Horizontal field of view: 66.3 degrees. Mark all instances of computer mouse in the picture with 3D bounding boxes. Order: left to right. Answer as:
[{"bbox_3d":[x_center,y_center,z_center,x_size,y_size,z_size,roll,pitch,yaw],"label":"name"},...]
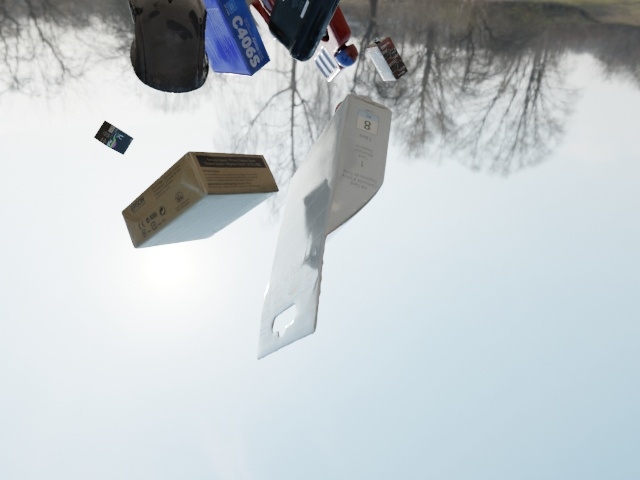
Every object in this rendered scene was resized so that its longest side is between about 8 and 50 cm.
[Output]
[{"bbox_3d":[-0.229,-0.303,0.614,0.183,0.060,0.262,4,-119,-17],"label":"computer mouse"}]

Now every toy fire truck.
[{"bbox_3d":[-0.011,-0.487,1.082,0.169,0.254,0.302,-40,-168,-4],"label":"toy fire truck"}]

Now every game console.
[{"bbox_3d":[-0.007,-0.440,0.753,0.044,0.361,0.213,-36,-97,-33],"label":"game console"}]

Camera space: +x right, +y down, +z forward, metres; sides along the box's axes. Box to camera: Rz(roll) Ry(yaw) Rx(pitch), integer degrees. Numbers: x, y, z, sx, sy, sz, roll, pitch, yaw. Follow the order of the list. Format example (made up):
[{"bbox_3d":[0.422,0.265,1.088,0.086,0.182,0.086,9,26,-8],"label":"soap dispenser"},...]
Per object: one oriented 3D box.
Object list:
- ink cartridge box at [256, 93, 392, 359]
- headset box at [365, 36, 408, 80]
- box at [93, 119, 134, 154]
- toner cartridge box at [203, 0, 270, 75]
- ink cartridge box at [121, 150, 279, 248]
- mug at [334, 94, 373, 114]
[{"bbox_3d":[0.000,0.000,0.829,0.091,0.308,0.386,16,-115,-16],"label":"ink cartridge box"},{"bbox_3d":[0.126,-0.355,0.952,0.032,0.083,0.062,-37,-157,-5],"label":"headset box"},{"bbox_3d":[-0.592,-0.294,1.407,0.052,0.062,0.083,32,179,18],"label":"box"},{"bbox_3d":[-0.254,-0.553,1.116,0.165,0.348,0.075,20,-122,39],"label":"toner cartridge box"},{"bbox_3d":[-0.230,-0.076,0.937,0.234,0.088,0.193,-30,171,33],"label":"ink cartridge box"},{"bbox_3d":[0.116,-0.411,1.646,0.113,0.151,0.169,8,-174,-12],"label":"mug"}]
